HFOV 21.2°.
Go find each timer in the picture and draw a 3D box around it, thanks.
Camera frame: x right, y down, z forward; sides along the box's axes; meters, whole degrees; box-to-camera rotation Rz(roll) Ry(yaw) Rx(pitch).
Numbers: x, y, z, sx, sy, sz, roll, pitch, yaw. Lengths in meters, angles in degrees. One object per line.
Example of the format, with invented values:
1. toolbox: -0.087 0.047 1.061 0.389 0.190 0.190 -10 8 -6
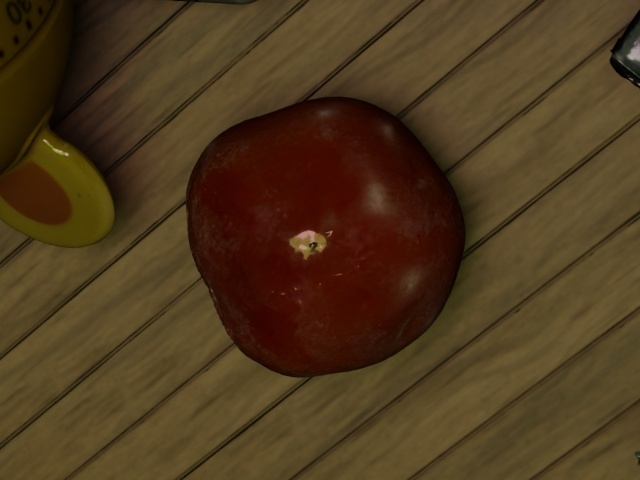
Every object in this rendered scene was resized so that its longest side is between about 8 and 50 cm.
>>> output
1. timer: -0.356 -0.146 1.369 0.376 0.376 0.387 3 135 13

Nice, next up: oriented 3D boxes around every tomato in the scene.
1. tomato: 0.004 -0.002 1.369 0.232 0.188 0.232 2 103 11

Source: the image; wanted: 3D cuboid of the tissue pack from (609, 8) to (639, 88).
1. tissue pack: 0.421 -0.205 1.273 0.259 0.122 0.361 36 104 3

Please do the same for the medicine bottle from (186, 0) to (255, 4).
1. medicine bottle: -0.100 -0.247 1.388 0.192 0.107 0.107 5 101 12

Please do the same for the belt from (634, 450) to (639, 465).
1. belt: 0.331 0.106 1.339 0.082 0.147 0.163 34 134 3
